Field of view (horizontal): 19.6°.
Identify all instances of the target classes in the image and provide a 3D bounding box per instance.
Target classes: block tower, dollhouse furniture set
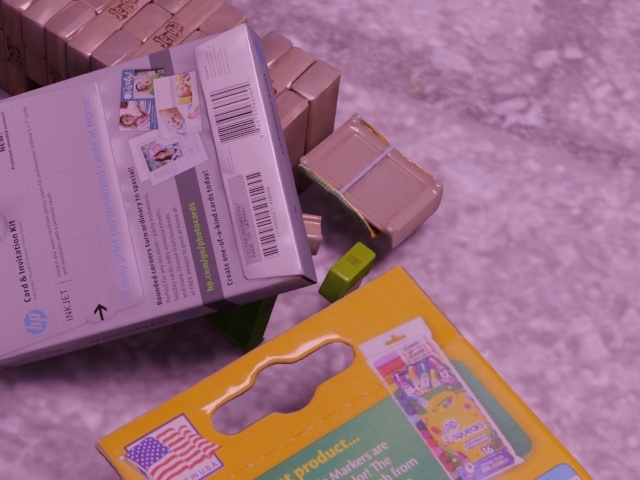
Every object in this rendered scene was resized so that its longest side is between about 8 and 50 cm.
[{"bbox_3d":[-0.150,-0.134,1.124,0.335,0.097,0.091,32,57,17],"label":"block tower"},{"bbox_3d":[0.000,0.000,1.076,0.076,0.058,0.152,38,51,12],"label":"dollhouse furniture set"}]

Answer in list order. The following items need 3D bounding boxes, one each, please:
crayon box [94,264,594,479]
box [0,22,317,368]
[{"bbox_3d":[0.058,0.188,0.926,0.203,0.083,0.323,-29,64,-24],"label":"crayon box"},{"bbox_3d":[-0.108,-0.022,1.013,0.186,0.038,0.145,-16,77,10],"label":"box"}]
